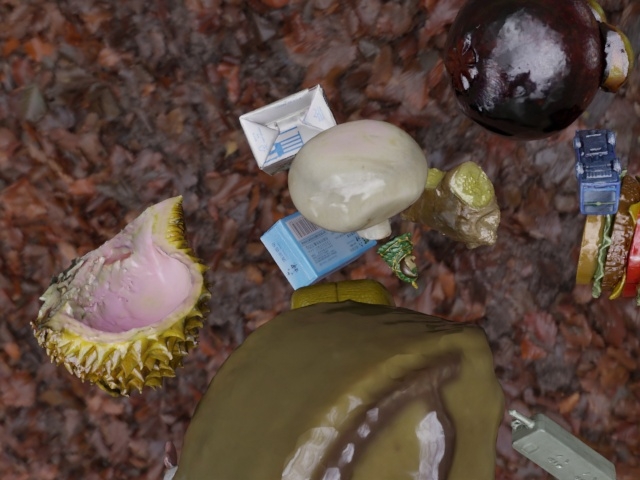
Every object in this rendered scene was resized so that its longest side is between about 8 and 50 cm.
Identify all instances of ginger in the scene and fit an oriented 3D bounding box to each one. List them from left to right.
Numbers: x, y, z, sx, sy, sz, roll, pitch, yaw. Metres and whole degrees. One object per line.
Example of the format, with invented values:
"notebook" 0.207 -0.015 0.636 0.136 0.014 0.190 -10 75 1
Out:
"ginger" 0.284 -0.071 1.831 0.219 0.123 0.270 53 160 -12

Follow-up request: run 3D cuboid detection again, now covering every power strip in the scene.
"power strip" 0.496 0.441 1.760 0.288 0.053 0.093 35 130 -16

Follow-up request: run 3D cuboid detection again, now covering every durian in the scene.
"durian" -0.216 0.100 1.076 0.185 0.305 0.196 8 123 11

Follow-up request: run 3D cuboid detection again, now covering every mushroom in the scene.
"mushroom" 0.070 -0.097 1.444 0.246 0.246 0.202 -9 119 27

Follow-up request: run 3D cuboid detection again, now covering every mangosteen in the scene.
"mangosteen" 0.400 -0.342 1.532 0.307 0.346 0.307 166 90 -69

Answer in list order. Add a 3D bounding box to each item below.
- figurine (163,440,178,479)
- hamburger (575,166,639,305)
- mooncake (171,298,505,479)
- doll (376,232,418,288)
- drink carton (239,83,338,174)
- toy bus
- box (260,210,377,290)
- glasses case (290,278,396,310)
"figurine" -0.323 0.600 1.928 0.193 0.421 0.154 -6 96 0
"hamburger" 0.635 -0.005 1.659 0.212 0.274 0.274 10 118 18
"mooncake" 0.059 0.276 0.813 0.246 0.393 0.394 3 146 50
"doll" 0.155 0.046 1.672 0.076 0.078 0.113 -8 79 -1
"drink carton" -0.061 -0.244 1.895 0.194 0.324 0.132 -21 90 1
"toy bus" 0.513 -0.132 1.542 0.079 0.236 0.094 -6 121 18
"box" 0.000 0.000 1.783 0.083 0.232 0.143 -39 82 39
"glasses case" 0.044 0.171 1.140 0.141 0.173 0.371 -7 148 0
